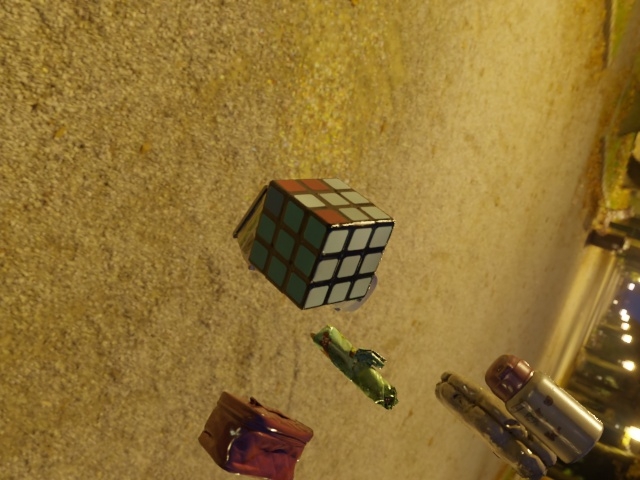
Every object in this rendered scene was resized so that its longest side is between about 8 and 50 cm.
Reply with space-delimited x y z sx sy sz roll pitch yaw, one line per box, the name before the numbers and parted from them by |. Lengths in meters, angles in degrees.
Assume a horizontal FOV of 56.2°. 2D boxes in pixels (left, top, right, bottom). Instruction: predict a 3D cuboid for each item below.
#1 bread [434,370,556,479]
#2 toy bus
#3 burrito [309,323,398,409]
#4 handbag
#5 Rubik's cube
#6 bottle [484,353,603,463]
bread | 0.374 0.395 1.368 0.102 0.337 0.183 -46 126 -8
toy bus | -0.017 0.032 1.272 0.305 0.179 0.143 29 108 -26
burrito | 0.098 0.313 1.549 0.104 0.288 0.054 -52 161 14
handbag | -0.126 0.395 1.210 0.225 0.146 0.135 35 78 -41
Rubik's cube | 0.000 0.000 1.003 0.163 0.162 0.160 -6 125 -42
bottle | 0.440 0.329 1.211 0.110 0.233 0.110 -44 164 -16
